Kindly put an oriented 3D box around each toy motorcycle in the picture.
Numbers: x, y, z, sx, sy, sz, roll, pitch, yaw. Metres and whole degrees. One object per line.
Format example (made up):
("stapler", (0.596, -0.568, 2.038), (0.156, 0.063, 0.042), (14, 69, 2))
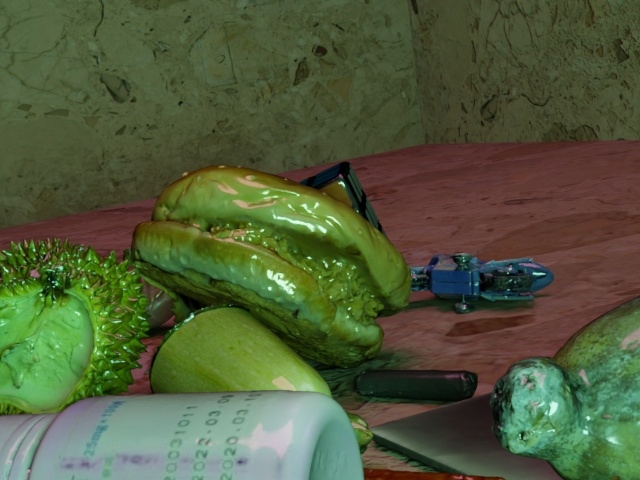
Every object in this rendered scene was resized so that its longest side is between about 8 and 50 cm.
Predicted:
("toy motorcycle", (0.196, 0.051, 1.512), (0.205, 0.076, 0.114), (0, 5, 35))

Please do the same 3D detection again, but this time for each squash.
("squash", (-0.061, 0.134, 1.038), (0.137, 0.137, 0.287), (-12, 12, -24))

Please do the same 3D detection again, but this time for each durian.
("durian", (-0.286, 0.097, 1.195), (0.237, 0.200, 0.176), (-8, 16, 25))

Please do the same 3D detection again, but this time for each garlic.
("garlic", (-0.255, 0.065, 1.588), (0.198, 0.128, 0.090), (-6, -7, 28))

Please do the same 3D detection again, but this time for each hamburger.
("hamburger", (-0.060, 0.028, 1.247), (0.319, 0.158, 0.318), (17, -18, 6))

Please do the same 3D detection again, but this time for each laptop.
("laptop", (0.184, 0.169, 0.952), (0.188, 0.015, 0.269), (-12, 10, -28))

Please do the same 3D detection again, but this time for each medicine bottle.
("medicine bottle", (-0.108, 0.175, 0.737), (0.255, 0.152, 0.152), (-6, 9, 18))

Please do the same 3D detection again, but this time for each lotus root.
("lotus root", (0.279, 0.105, 0.807), (0.350, 0.175, 0.175), (-12, 10, -15))

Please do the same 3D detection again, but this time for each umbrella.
("umbrella", (0.094, 0.144, 1.136), (0.133, 0.031, 0.036), (-2, -16, 31))

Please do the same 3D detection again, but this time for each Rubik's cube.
("Rubik's cube", (0.000, 0.000, 1.575), (0.161, 0.163, 0.162), (-26, 11, 7))

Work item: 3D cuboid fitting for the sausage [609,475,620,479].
("sausage", (0.317, 0.164, 0.690), (0.327, 0.079, 0.087), (-8, -17, -1))

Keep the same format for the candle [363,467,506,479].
("candle", (0.045, 0.194, 0.786), (0.059, 0.084, 0.302), (24, -16, -31))
